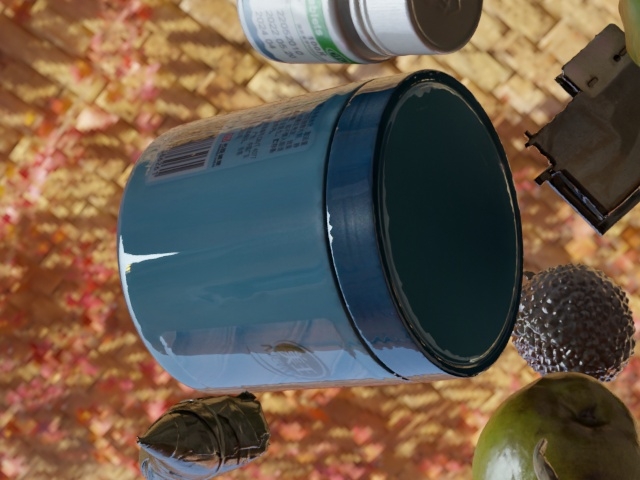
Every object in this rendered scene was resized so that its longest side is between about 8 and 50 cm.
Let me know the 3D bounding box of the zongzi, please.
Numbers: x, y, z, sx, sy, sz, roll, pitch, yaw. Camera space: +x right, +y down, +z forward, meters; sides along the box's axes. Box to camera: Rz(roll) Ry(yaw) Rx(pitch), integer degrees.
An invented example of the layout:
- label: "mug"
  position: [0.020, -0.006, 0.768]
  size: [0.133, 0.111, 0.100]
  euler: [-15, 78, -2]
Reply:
- label: "zongzi"
  position: [-0.129, 0.158, 1.072]
  size: [0.130, 0.154, 0.062]
  euler: [-5, -106, -49]

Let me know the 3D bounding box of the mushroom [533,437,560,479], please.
- label: "mushroom"
  position: [0.160, 0.245, 1.050]
  size: [0.068, 0.043, 0.306]
  euler: [40, -144, -4]

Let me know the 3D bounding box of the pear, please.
- label: "pear"
  position: [0.254, 0.242, 1.537]
  size: [0.200, 0.200, 0.200]
  euler: [31, -149, -21]

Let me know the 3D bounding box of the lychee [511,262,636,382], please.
- label: "lychee"
  position: [0.327, 0.105, 1.914]
  size: [0.165, 0.165, 0.197]
  euler: [20, -148, -35]

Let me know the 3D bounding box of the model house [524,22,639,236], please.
- label: "model house"
  position: [0.357, -0.146, 1.672]
  size: [0.178, 0.271, 0.206]
  euler: [45, -175, 11]

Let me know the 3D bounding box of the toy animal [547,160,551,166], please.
- label: "toy animal"
  position: [0.405, -0.148, 2.321]
  size: [0.098, 0.098, 0.137]
  euler: [-53, -49, -61]

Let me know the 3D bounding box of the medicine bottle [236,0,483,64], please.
- label: "medicine bottle"
  position: [0.037, -0.243, 1.458]
  size: [0.139, 0.139, 0.237]
  euler: [11, 179, -44]

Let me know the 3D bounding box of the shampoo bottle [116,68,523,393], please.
- label: "shampoo bottle"
  position: [0.000, 0.000, 1.616]
  size: [0.331, 0.343, 0.331]
  euler: [17, -110, -55]

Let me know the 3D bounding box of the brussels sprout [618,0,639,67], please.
- label: "brussels sprout"
  position: [0.413, -0.203, 1.367]
  size: [0.328, 0.247, 0.328]
  euler: [32, -156, -16]
